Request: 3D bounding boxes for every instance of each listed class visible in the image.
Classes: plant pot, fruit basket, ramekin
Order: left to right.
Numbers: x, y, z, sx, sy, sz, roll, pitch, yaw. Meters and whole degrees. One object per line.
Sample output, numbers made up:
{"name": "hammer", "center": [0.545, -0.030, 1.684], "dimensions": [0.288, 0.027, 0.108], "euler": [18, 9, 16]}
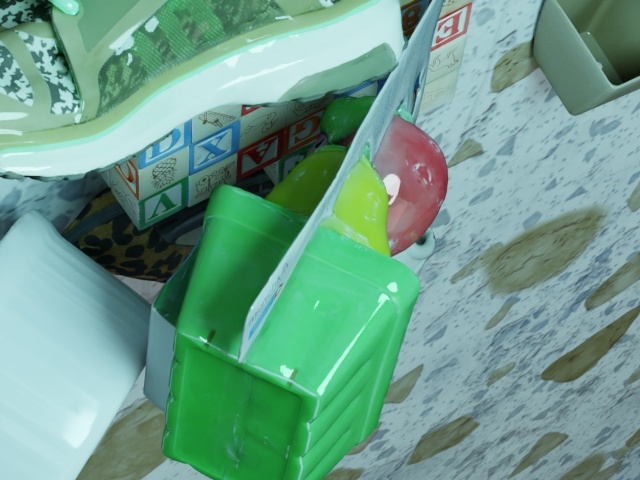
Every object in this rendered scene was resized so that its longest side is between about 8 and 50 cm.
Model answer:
{"name": "ramekin", "center": [-0.232, 0.127, 1.430], "dimensions": [0.277, 0.135, 0.277], "euler": [-56, -176, 6]}
{"name": "fruit basket", "center": [0.000, 0.000, 1.408], "dimensions": [0.327, 0.165, 0.353], "euler": [102, 8, -57]}
{"name": "plant pot", "center": [0.255, -0.175, 1.758], "dimensions": [0.109, 0.109, 0.096], "euler": [-24, 165, -28]}

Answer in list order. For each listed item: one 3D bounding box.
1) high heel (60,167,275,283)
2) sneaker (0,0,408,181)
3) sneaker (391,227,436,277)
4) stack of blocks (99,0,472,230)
{"name": "high heel", "center": [-0.130, 0.021, 1.618], "dimensions": [0.186, 0.093, 0.261], "euler": [-17, 154, -15]}
{"name": "sneaker", "center": [-0.121, -0.157, 1.145], "dimensions": [0.410, 0.158, 0.182], "euler": [-22, 118, -40]}
{"name": "sneaker", "center": [0.026, -0.003, 1.786], "dimensions": [0.091, 0.094, 0.258], "euler": [-61, 156, 7]}
{"name": "stack of blocks", "center": [-0.031, -0.124, 1.466], "dimensions": [0.297, 0.087, 0.171], "euler": [-28, 155, -20]}
